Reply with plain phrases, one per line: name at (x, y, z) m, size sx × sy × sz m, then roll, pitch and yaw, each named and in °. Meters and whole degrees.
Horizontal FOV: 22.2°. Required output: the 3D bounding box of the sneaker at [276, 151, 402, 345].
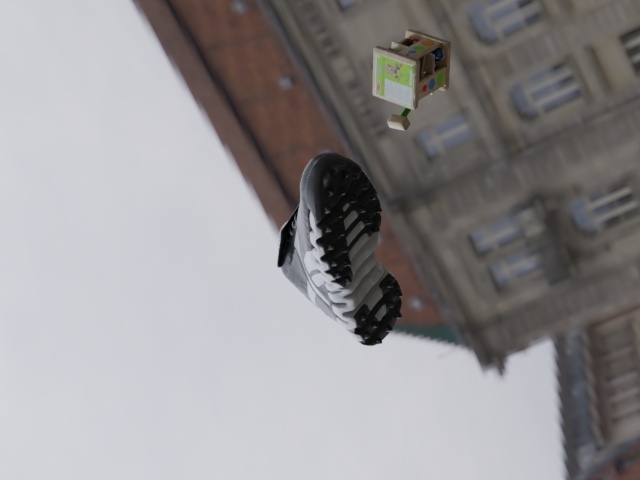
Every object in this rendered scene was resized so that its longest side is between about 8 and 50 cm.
sneaker at (0.000, 0.000, 1.388) m, size 0.106 × 0.078 × 0.234 m, roll 28°, pitch 156°, yaw 29°

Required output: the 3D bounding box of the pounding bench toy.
pounding bench toy at (0.091, -0.156, 1.598) m, size 0.065 × 0.052 × 0.083 m, roll -32°, pitch -46°, yaw -42°
